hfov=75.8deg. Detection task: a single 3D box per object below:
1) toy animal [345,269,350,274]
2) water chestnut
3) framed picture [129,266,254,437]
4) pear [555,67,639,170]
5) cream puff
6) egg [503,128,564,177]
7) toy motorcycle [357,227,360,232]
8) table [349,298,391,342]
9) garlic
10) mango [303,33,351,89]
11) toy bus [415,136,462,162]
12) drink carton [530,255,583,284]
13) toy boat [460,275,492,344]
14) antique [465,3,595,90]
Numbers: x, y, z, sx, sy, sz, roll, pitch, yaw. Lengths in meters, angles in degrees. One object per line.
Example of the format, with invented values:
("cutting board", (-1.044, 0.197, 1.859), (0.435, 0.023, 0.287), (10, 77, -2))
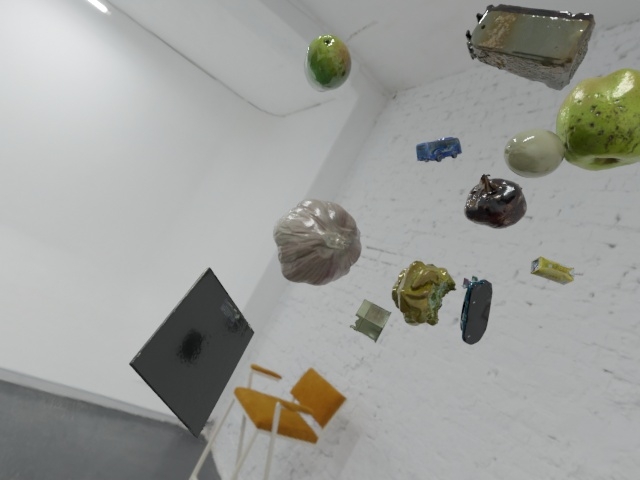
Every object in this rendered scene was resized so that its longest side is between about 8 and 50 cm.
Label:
("toy animal", (0.023, 0.139, 1.882), (0.124, 0.213, 0.124), (163, -90, -80))
("water chestnut", (0.973, -0.232, 2.332), (0.347, 0.335, 0.335), (44, -15, -30))
("framed picture", (-0.295, 0.264, 1.032), (0.014, 0.338, 0.255), (-15, -62, 27))
("pear", (1.115, -0.471, 1.602), (0.391, 0.391, 0.391), (27, -8, 4))
("cream puff", (0.448, 0.223, 1.923), (0.270, 0.323, 0.274), (41, -21, -31))
("egg", (0.804, -0.329, 1.556), (0.242, 0.185, 0.186), (-1, 3, -23))
("toy motorcycle", (0.113, -0.061, 1.867), (0.205, 0.076, 0.114), (51, 29, 9))
("table", (0.136, 0.219, 1.126), (0.083, 0.062, 0.079), (28, 36, 12))
("garlic", (0.000, 0.000, 1.389), (0.317, 0.317, 0.259), (31, -9, -21))
("mango", (0.025, -0.801, 1.911), (0.225, 0.201, 0.382), (39, -10, -6))
("toy bus", (0.509, -0.387, 1.754), (0.237, 0.094, 0.079), (-18, 18, -35))
("drink carton", (0.958, 0.131, 1.654), (0.200, 0.074, 0.084), (20, -26, 2))
("toy boat", (0.662, 0.307, 1.805), (0.134, 0.298, 0.092), (-7, 20, -29))
("antique", (0.513, -0.501, 1.041), (0.284, 0.125, 0.150), (31, 7, 28))
